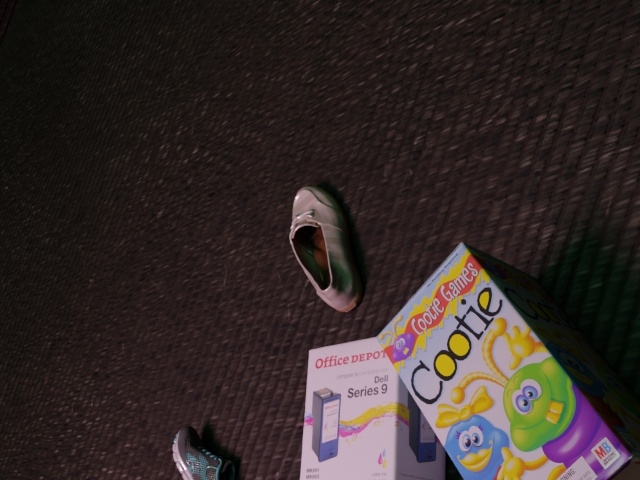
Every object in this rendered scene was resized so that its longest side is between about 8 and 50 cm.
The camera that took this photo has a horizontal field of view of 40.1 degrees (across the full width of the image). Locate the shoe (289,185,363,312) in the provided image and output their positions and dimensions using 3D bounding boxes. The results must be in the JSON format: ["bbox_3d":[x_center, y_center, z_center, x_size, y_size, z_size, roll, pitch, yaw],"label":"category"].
[{"bbox_3d":[0.000,0.000,1.201,0.076,0.058,0.219,-44,45,25],"label":"shoe"}]

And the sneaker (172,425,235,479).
[{"bbox_3d":[-0.154,0.326,1.237,0.076,0.065,0.166,-37,50,10],"label":"sneaker"}]

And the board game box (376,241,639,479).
[{"bbox_3d":[0.199,0.154,0.844,0.142,0.144,0.275,-51,44,18],"label":"board game box"}]

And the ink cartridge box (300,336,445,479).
[{"bbox_3d":[0.060,0.225,1.008,0.154,0.093,0.212,-16,60,44],"label":"ink cartridge box"}]
